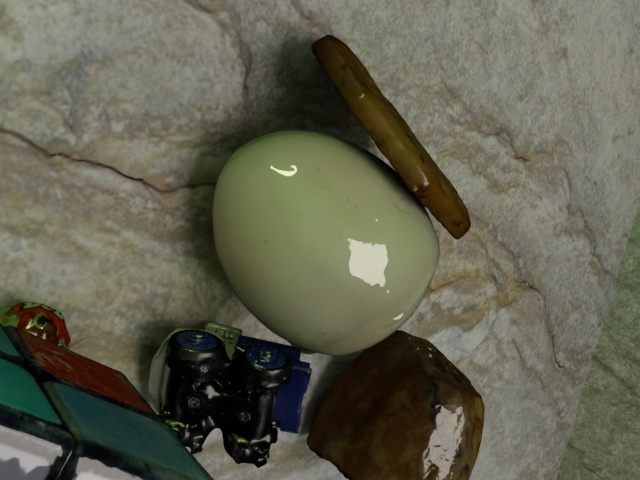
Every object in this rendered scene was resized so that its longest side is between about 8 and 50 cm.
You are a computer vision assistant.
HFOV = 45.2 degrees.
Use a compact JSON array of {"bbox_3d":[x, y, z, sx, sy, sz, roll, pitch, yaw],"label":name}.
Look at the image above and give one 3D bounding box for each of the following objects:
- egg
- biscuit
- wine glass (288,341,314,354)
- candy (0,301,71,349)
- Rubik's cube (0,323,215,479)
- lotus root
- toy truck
[{"bbox_3d":[0.000,0.000,1.058,0.345,0.283,0.283,42,71,-25],"label":"egg"},{"bbox_3d":[0.107,-0.154,1.112,0.046,0.359,0.359,-37,141,11],"label":"biscuit"},{"bbox_3d":[0.044,0.127,1.310,0.231,0.103,0.103,-3,108,-54],"label":"wine glass"},{"bbox_3d":[-0.382,0.194,0.851,0.288,0.084,0.078,-55,131,-8],"label":"candy"},{"bbox_3d":[-0.324,0.245,0.657,0.316,0.318,0.313,33,83,-34],"label":"Rubik's cube"},{"bbox_3d":[0.178,0.316,1.377,0.316,0.316,0.250,13,105,-52],"label":"lotus root"},{"bbox_3d":[-0.122,0.187,1.064,0.177,0.213,0.161,-77,180,-66],"label":"toy truck"}]
